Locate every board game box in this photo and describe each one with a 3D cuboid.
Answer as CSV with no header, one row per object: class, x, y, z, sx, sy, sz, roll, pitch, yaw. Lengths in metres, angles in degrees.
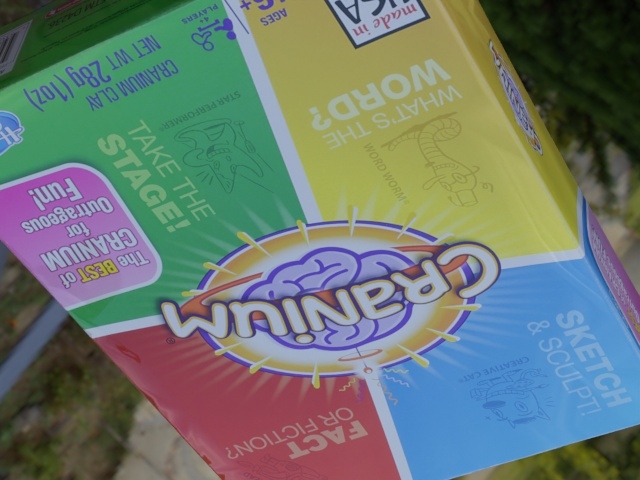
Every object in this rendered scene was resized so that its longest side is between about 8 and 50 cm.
board game box,0.000,0.000,0.650,0.242,0.064,0.316,-21,126,22
